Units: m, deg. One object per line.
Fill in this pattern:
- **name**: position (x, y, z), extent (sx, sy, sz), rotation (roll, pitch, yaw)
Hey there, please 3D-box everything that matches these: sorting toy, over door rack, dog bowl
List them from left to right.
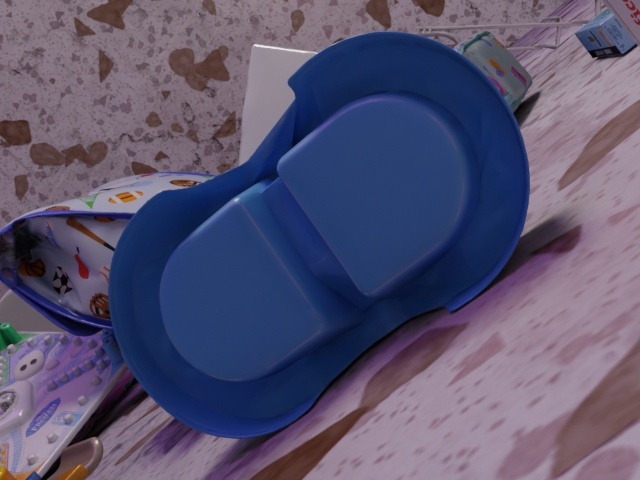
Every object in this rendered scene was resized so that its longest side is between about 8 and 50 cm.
- **sorting toy**: position (-0.275, 0.271, 0.847), extent (0.196, 0.047, 0.347), rotation (-46, 6, -28)
- **dog bowl**: position (0.000, 0.000, 0.584), extent (0.297, 0.166, 0.074), rotation (-38, -8, 23)
- **over door rack**: position (0.278, -0.306, 1.520), extent (0.324, 0.108, 0.239), rotation (-14, 2, -2)

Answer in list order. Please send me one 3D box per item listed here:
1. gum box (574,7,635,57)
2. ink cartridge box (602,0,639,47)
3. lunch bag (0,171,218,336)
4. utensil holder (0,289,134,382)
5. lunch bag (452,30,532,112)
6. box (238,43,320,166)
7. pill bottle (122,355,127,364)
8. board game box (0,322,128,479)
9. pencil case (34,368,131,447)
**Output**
- **gum box**: position (0.369, -0.270, 0.992), extent (0.184, 0.041, 0.157), rotation (-38, 4, 11)
- **ink cartridge box**: position (0.271, -0.222, 0.641), extent (0.082, 0.140, 0.190), rotation (-42, 4, -15)
- **lunch bag**: position (-0.293, 0.013, 1.512), extent (0.385, 0.239, 0.328), rotation (7, 15, 8)
- **utensil holder**: position (-0.509, 0.188, 2.000), extent (0.327, 0.328, 0.385), rotation (-39, 7, 2)
- **lunch bag**: position (0.150, -0.150, 1.179), extent (0.224, 0.108, 0.279), rotation (-43, 0, 26)
- **box**: position (0.005, -0.210, 1.614), extent (0.345, 0.168, 0.215), rotation (-21, -61, -71)
- **pill bottle**: position (-0.123, 0.086, 0.885), extent (0.131, 0.131, 0.229), rotation (-40, 4, -15)
- **board game box**: position (-0.527, 0.271, 1.506), extent (0.389, 0.050, 0.390), rotation (-3, 37, 35)
- **pencil case**: position (-0.428, 0.279, 1.676), extent (0.124, 0.124, 0.284), rotation (-39, 4, 7)
